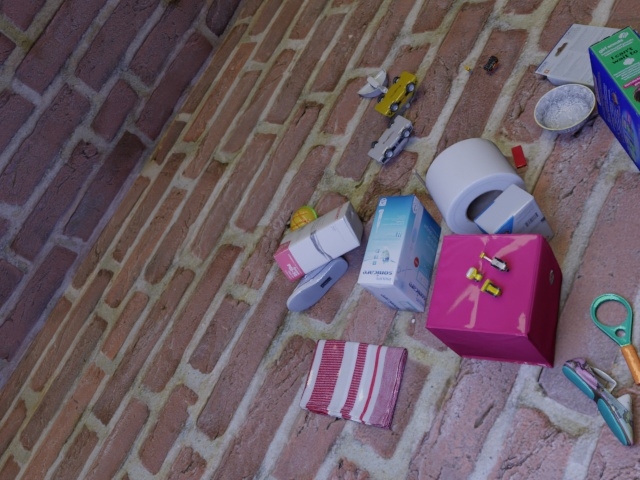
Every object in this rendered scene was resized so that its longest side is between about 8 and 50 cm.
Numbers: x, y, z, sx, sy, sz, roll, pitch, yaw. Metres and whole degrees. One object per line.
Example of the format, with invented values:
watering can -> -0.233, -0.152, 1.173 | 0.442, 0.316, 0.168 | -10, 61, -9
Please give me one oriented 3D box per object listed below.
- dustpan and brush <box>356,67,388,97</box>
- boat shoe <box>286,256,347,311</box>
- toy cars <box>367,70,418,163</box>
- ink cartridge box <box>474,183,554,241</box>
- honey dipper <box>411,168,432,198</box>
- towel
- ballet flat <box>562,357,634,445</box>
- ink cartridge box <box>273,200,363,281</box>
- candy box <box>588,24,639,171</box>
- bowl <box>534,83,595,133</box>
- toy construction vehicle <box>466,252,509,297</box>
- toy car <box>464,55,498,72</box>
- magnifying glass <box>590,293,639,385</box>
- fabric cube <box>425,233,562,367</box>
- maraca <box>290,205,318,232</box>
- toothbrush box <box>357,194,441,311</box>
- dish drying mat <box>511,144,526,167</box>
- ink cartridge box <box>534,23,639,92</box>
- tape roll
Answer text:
dustpan and brush -> 0.235, -0.631, 2.197 | 0.147, 0.060, 0.211 | -42, 45, 7
boat shoe -> -0.020, 0.143, 1.876 | 0.258, 0.095, 0.084 | -38, 40, -4
toy cars -> 0.288, -0.455, 2.030 | 0.176, 0.087, 0.394 | -10, 60, 39
ink cartridge box -> 0.534, -0.033, 1.477 | 0.148, 0.203, 0.086 | -44, 43, 5
honey dipper -> 0.339, -0.188, 1.756 | 0.030, 0.160, 0.031 | -18, 53, 26
towel -> 0.092, 0.423, 1.636 | 0.328, 0.037, 0.237 | -1, 61, 37
ballet flat -> 0.654, 0.355, 1.231 | 0.079, 0.077, 0.222 | -26, 46, -4
ink cartridge box -> 0.000, 0.000, 1.855 | 0.282, 0.117, 0.207 | -28, 14, 17
candy box -> 0.835, -0.350, 1.406 | 0.122, 0.268, 0.318 | -25, 50, 18
bowl -> 0.745, -0.382, 1.628 | 0.170, 0.080, 0.170 | -19, 53, 27
toy construction vehicle -> 0.401, 0.081, 1.271 | 0.098, 0.035, 0.086 | 33, 95, 46
toy car -> 0.587, -0.636, 1.943 | 0.122, 0.040, 0.060 | 22, 98, 41
magnifying glass -> 0.721, 0.231, 1.285 | 0.092, 0.026, 0.231 | -24, 51, 23
fabric cube -> 0.454, 0.153, 1.380 | 0.258, 0.254, 0.259 | -1, 62, 37
maraca -> -0.061, -0.036, 2.016 | 0.127, 0.099, 0.186 | 12, 96, 42
toothbrush box -> 0.247, 0.042, 1.638 | 0.126, 0.216, 0.296 | 0, 62, 38
dish drying mat -> 0.626, -0.264, 1.695 | 0.032, 0.008, 0.083 | -20, 51, 26
ink cartridge box -> 0.842, -0.583, 1.710 | 0.223, 0.045, 0.224 | -51, 44, -2
tape roll -> 0.455, -0.155, 1.588 | 0.246, 0.246, 0.169 | -34, 46, 15
